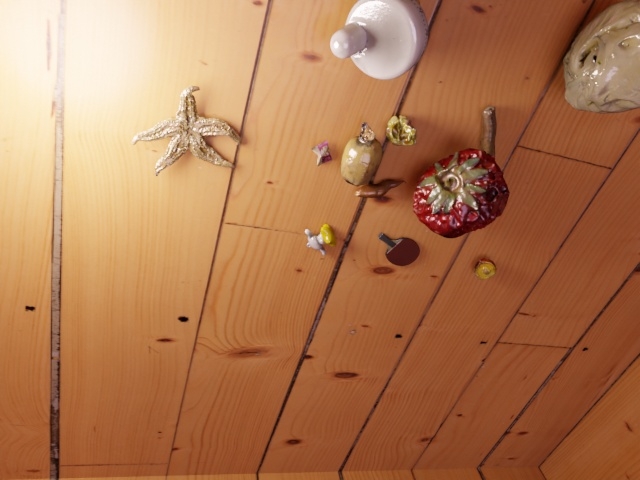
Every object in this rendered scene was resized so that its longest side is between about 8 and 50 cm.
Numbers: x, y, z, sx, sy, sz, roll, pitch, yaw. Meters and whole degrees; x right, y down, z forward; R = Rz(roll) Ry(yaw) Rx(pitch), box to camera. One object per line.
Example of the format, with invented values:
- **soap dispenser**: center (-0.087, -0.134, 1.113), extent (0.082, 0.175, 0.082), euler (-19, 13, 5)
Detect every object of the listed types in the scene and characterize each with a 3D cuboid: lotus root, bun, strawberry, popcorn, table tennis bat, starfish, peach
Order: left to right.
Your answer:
- **starfish**: center (-0.407, -0.310, 1.429), extent (0.302, 0.060, 0.299), euler (-23, 133, -4)
- **lotus root**: center (0.138, -0.279, 1.552), extent (0.125, 0.118, 0.221), euler (-4, 130, -32)
- **table tennis bat**: center (0.307, 0.031, 1.864), extent (0.220, 0.019, 0.130), euler (33, 112, -32)
- **popcorn**: center (0.270, -0.355, 1.551), extent (0.109, 0.089, 0.097), euler (30, 124, -33)
- **strawberry**: center (0.507, -0.151, 1.666), extent (0.318, 0.295, 0.345), euler (-58, 152, 6)
- **peach**: center (0.696, 0.114, 1.992), extent (0.098, 0.061, 0.098), euler (7, 125, 10)
- **bun**: center (0.898, -0.557, 1.412), extent (0.234, 0.362, 0.326), euler (5, 82, -18)

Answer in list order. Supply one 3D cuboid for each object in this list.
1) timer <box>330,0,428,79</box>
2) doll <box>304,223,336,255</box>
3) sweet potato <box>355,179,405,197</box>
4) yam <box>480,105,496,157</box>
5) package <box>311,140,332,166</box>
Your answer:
- **timer**: center (0.167, -0.556, 1.283), extent (0.233, 0.240, 0.234), euler (23, 137, 23)
- **doll**: center (0.004, 0.005, 1.748), extent (0.113, 0.072, 0.135), euler (-7, 130, 1)
- **sweet potato**: center (0.215, -0.186, 1.674), extent (0.194, 0.056, 0.056), euler (-17, 126, -7)
- **yam**: center (0.589, -0.356, 1.647), extent (0.056, 0.057, 0.241), euler (-16, 128, -3)
- **package**: center (0.006, -0.288, 1.565), extent (0.059, 0.029, 0.083), euler (-25, 137, -5)
